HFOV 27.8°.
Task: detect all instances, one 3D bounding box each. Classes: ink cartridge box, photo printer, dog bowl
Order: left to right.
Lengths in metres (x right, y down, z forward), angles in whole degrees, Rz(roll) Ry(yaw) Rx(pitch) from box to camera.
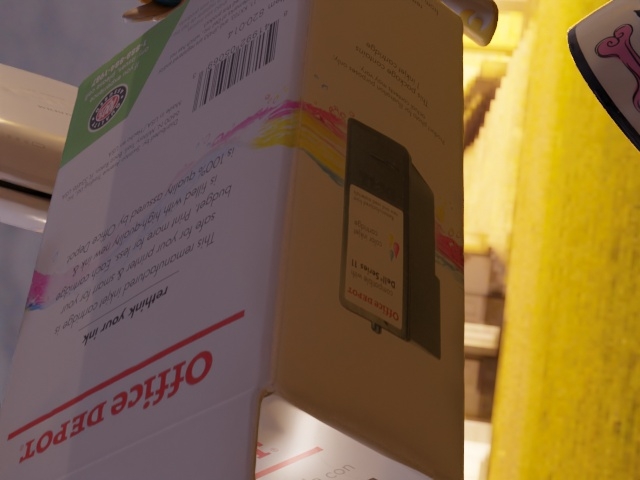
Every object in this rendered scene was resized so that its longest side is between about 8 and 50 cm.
[{"bbox_3d":[-0.312,-0.099,1.416,0.307,0.256,0.107,44,114,53],"label":"photo printer"},{"bbox_3d":[-0.042,0.036,0.617,0.119,0.207,0.354,33,-135,-32],"label":"ink cartridge box"},{"bbox_3d":[0.472,-0.146,1.437,0.150,0.408,0.408,-47,7,25],"label":"dog bowl"}]

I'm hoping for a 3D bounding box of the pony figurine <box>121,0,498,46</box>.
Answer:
[{"bbox_3d":[0.016,-0.318,1.137,0.303,0.363,0.351,59,145,42],"label":"pony figurine"}]
